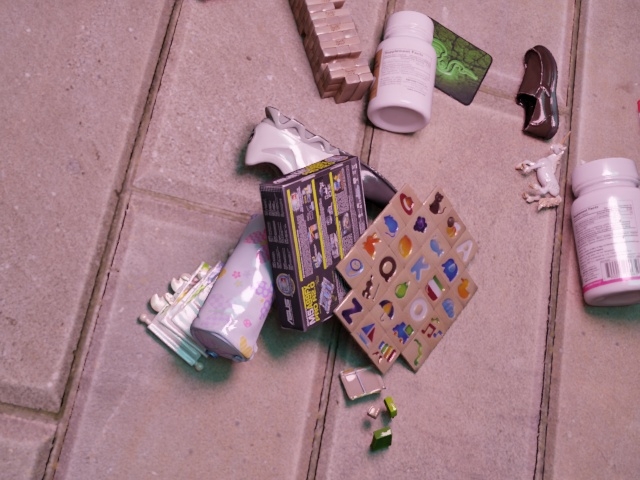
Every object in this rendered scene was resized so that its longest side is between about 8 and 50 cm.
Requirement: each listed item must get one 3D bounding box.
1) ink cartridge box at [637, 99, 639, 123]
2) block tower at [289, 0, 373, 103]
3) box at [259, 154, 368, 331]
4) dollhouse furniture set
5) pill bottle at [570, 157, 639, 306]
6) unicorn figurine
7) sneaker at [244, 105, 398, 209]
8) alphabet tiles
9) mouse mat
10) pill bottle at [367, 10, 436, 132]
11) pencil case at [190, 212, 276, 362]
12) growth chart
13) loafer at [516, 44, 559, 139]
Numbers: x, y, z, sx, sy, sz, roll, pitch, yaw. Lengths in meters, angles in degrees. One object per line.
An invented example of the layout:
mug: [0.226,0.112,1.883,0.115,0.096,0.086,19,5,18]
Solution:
ink cartridge box: [0.776,-0.266,1.996,0.063,0.109,0.150,7,70,-17]
block tower: [0.008,-0.457,1.854,0.091,0.097,0.335,-13,75,-20]
box: [0.000,0.000,1.605,0.216,0.060,0.270,-26,115,-45]
dollhouse furniture set: [0.094,0.308,1.659,0.076,0.058,0.151,-16,58,-13]
pill bottle: [0.606,-0.016,1.837,0.160,0.160,0.283,1,72,-15]
unicorn figurine: [0.481,-0.147,1.908,0.111,0.060,0.161,-6,90,-18]
sneaker: [0.002,-0.116,1.739,0.331,0.122,0.146,29,85,-6]
alphabet tiles: [0.172,0.072,1.696,0.342,0.011,0.285,-49,117,-24]
mouse mat: [0.276,-0.397,1.957,0.190,0.007,0.152,30,67,-3]
pill bottle: [0.173,-0.351,1.843,0.131,0.131,0.229,13,69,-11]
pencil case: [-0.125,0.082,1.600,0.124,0.113,0.273,26,66,1]
growth chart: [-0.199,0.121,1.641,0.237,0.021,0.172,-39,85,-23]
loafer: [0.471,-0.329,1.947,0.078,0.080,0.220,2,72,-16]
